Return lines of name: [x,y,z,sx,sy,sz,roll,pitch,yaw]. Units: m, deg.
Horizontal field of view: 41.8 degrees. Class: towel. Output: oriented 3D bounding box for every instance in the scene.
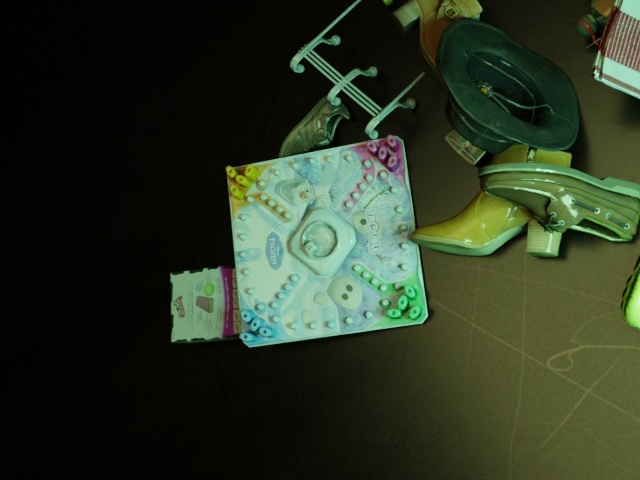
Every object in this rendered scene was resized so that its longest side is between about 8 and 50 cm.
towel: [0.605,-0.394,1.434,0.037,0.237,0.329,20,93,70]

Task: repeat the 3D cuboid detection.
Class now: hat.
hat: [0.319,-0.249,1.539,0.331,0.331,0.134,56,138,22]

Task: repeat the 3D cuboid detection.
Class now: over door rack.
over door rack: [0.132,-0.393,1.711,0.239,0.108,0.324,43,89,14]

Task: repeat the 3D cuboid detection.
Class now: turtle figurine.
turtle figurine: [0.533,-0.442,1.514,0.234,0.118,0.175,-41,65,3]

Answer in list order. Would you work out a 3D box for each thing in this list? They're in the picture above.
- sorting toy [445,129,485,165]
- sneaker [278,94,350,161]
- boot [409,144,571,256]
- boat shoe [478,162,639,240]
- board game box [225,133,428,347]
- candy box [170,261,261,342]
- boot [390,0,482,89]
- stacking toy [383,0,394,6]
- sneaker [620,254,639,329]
sorting toy: [0.302,-0.195,1.642,0.075,0.045,0.083,-46,65,6]
sneaker: [-0.015,-0.222,1.793,0.071,0.066,0.188,44,103,24]
boot: [0.322,-0.080,1.589,0.295,0.104,0.211,3,78,23]
boat shoe: [0.417,-0.064,1.445,0.307,0.110,0.105,8,84,-10]
board game box: [0.000,0.000,1.718,0.389,0.050,0.390,-10,78,14]
candy box: [-0.215,0.139,1.839,0.233,0.071,0.159,-7,78,25]
boot: [0.246,-0.399,1.602,0.152,0.073,0.197,-31,84,-6]
stacking toy: [0.158,-0.624,1.772,0.167,0.052,0.221,-33,70,20]
sneaker: [0.618,0.024,1.424,0.123,0.109,0.296,26,93,5]
